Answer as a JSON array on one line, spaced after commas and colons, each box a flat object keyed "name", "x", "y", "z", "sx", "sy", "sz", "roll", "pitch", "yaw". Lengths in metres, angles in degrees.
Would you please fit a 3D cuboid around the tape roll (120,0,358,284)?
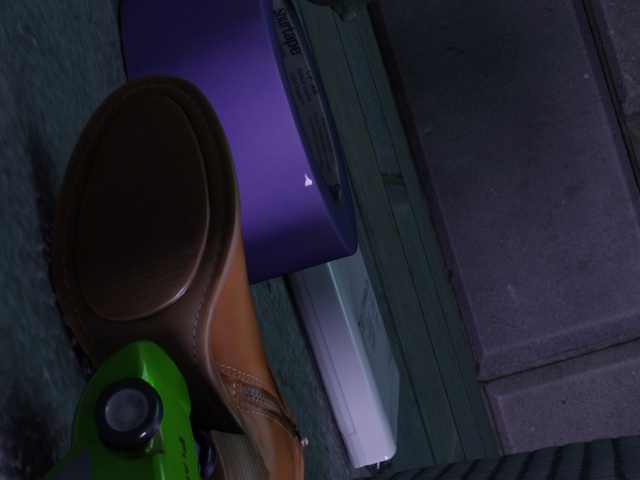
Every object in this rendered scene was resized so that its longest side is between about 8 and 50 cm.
[{"name": "tape roll", "x": -0.043, "y": -0.071, "z": 0.801, "sx": 0.189, "sy": 0.080, "sz": 0.189, "roll": -17, "pitch": 90, "yaw": -83}]

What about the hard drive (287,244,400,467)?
[{"name": "hard drive", "x": 0.000, "y": 0.000, "z": 1.094, "sx": 0.203, "sy": 0.040, "sz": 0.307, "roll": -72, "pitch": 145, "yaw": -76}]

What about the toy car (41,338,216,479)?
[{"name": "toy car", "x": -0.050, "y": 0.141, "z": 0.417, "sx": 0.239, "sy": 0.053, "sz": 0.225, "roll": 59, "pitch": 16, "yaw": -64}]

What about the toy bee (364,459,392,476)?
[{"name": "toy bee", "x": 0.145, "y": 0.286, "z": 1.077, "sx": 0.195, "sy": 0.162, "sz": 0.298, "roll": -73, "pitch": 145, "yaw": -73}]

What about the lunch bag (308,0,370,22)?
[{"name": "lunch bag", "x": -0.017, "y": -0.274, "z": 0.871, "sx": 0.235, "sy": 0.169, "sz": 0.287, "roll": 46, "pitch": 7, "yaw": 0}]

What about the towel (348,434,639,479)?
[{"name": "towel", "x": 0.105, "y": 0.184, "z": 0.752, "sx": 0.284, "sy": 0.235, "sz": 0.121, "roll": 22, "pitch": 57, "yaw": -80}]

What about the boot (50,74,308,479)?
[{"name": "boot", "x": -0.049, "y": 0.042, "z": 0.577, "sx": 0.152, "sy": 0.073, "sz": 0.197, "roll": 41, "pitch": 44, "yaw": -75}]
